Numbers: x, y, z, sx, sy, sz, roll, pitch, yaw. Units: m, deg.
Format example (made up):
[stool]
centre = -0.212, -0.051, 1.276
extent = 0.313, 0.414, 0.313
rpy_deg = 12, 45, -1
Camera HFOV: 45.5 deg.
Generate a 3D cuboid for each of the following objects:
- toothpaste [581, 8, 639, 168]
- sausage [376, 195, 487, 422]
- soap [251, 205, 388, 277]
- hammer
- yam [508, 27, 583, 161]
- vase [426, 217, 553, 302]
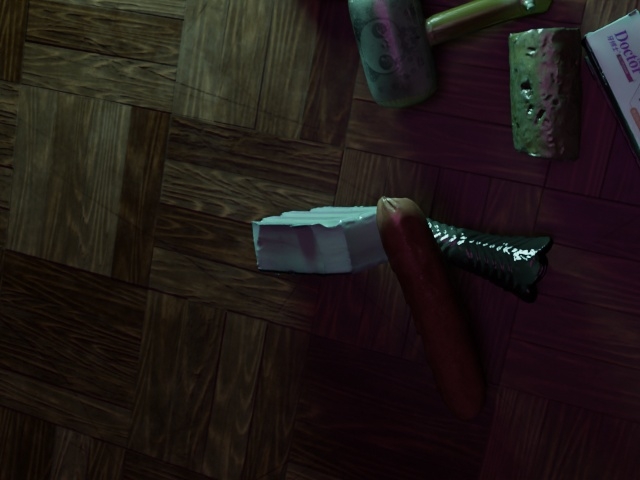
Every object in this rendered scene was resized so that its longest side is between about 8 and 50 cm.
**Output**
[toothpaste]
centre = 0.483, -0.172, 1.106
extent = 0.089, 0.071, 0.312
rpy_deg = -26, 88, 16
[sausage]
centre = 0.181, 0.116, 1.186
extent = 0.088, 0.088, 0.433
rpy_deg = -14, 115, 20
[soap]
centre = 0.000, 0.000, 1.235
extent = 0.230, 0.145, 0.091
rpy_deg = 1, 105, 54
[hammer]
centre = 0.207, -0.330, 1.163
extent = 0.306, 0.113, 0.201
rpy_deg = -15, 109, 8
[yam]
centre = 0.334, -0.213, 1.128
extent = 0.107, 0.107, 0.194
rpy_deg = -1, 98, 19
[vase]
centre = 0.232, 0.015, 1.201
extent = 0.237, 0.115, 0.115
rpy_deg = 17, 102, 21
